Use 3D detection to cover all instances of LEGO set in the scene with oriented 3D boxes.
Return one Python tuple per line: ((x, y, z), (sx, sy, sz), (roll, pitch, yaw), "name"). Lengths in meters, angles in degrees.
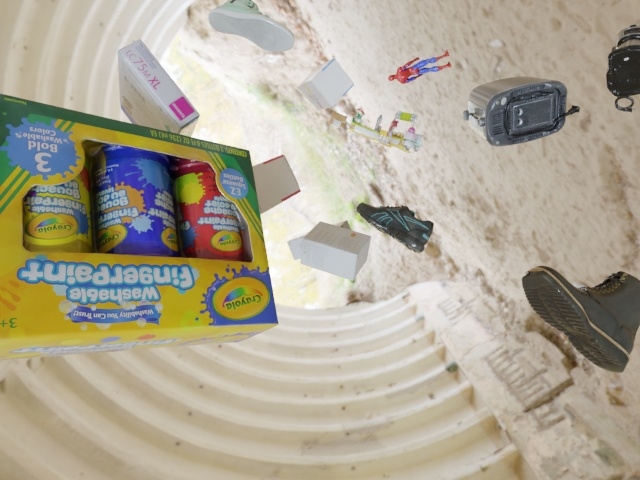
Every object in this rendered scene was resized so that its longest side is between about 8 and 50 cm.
((0.171, -0.336, 1.379), (0.286, 0.107, 0.132), (26, -170, 27), "LEGO set")

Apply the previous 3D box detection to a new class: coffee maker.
((0.836, -0.472, 1.315), (0.120, 0.178, 0.171), (23, 136, 20), "coffee maker")

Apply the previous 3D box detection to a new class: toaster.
((0.448, -0.304, 1.107), (0.146, 0.226, 0.129), (-113, 9, -61), "toaster")

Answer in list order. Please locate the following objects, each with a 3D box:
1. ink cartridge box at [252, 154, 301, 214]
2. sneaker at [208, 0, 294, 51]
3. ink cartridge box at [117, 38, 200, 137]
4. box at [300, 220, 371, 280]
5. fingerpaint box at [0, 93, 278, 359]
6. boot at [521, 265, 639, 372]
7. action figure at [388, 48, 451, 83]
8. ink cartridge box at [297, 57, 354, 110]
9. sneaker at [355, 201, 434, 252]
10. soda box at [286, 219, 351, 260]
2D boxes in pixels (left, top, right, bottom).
((-0.226, -0.106, 1.284), (0.117, 0.282, 0.207), (64, -147, -9), "ink cartridge box")
((-0.176, -0.642, 1.398), (0.255, 0.151, 0.094), (21, 142, 4), "sneaker")
((-0.367, -0.286, 1.076), (0.186, 0.065, 0.311), (52, 157, -8), "ink cartridge box")
((0.045, 0.028, 1.427), (0.130, 0.170, 0.091), (-46, -31, -54), "box")
((-0.316, -0.006, 0.833), (0.444, 0.163, 0.371), (6, -115, -41), "fingerpaint box")
((0.384, 0.072, 0.688), (0.198, 0.137, 0.077), (45, 163, -16), "boot")
((0.182, -0.320, 0.901), (0.030, 0.115, 0.038), (-93, -17, -48), "action figure")
((0.010, -0.426, 1.337), (0.090, 0.092, 0.143), (46, 172, -21), "ink cartridge box")
((0.230, -0.062, 1.503), (0.267, 0.106, 0.101), (33, -179, 29), "sneaker")
((0.000, 0.000, 1.620), (0.069, 0.216, 0.074), (-41, -68, -60), "soda box")
